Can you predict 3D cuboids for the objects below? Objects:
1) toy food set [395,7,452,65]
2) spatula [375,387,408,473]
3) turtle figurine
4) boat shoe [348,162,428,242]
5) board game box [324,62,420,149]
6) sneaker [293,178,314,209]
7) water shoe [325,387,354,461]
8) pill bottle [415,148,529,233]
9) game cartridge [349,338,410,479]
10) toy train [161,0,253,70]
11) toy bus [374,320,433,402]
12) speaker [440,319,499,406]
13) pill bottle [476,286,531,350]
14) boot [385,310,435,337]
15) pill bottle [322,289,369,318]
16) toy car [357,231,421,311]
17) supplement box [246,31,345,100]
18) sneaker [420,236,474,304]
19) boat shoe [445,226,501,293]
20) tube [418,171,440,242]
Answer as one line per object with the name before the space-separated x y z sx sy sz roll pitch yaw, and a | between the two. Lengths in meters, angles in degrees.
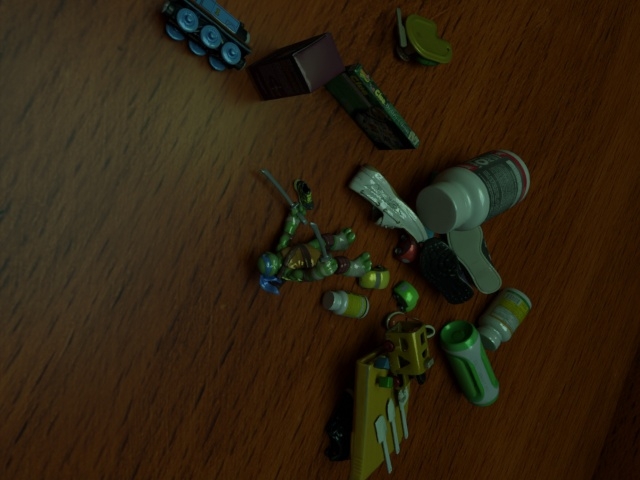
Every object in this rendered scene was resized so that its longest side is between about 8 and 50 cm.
toy food set | 0.251 -0.517 1.270 0.218 0.071 0.128 0 74 -38
spatula | 0.210 0.525 1.348 0.168 0.019 0.241 -47 134 -42
turtle figurine | 0.000 0.000 1.090 0.267 0.198 0.274 1 103 -42
boat shoe | 0.174 -0.077 1.272 0.096 0.098 0.277 -46 112 0
board game box | 0.120 -0.312 1.160 0.260 0.136 0.030 42 75 -34
sneaker | -0.036 -0.106 1.145 0.031 0.035 0.083 -41 119 -23
water shoe | 0.060 0.502 1.300 0.080 0.073 0.202 1 96 -31
pill bottle | 0.411 -0.129 1.314 0.319 0.176 0.176 -24 112 -35
game cartridge | 0.170 0.451 1.333 0.285 0.053 0.323 -8 105 -56
toy train | -0.213 -0.413 0.936 0.184 0.080 0.105 29 75 -36
toy bus | 0.239 0.311 1.261 0.202 0.105 0.190 46 50 -43
speaker | 0.483 0.399 1.557 0.131 0.131 0.296 -41 120 -24
pill bottle | 0.609 0.268 1.632 0.208 0.118 0.117 -45 121 -22
boot | 0.260 0.247 1.395 0.158 0.085 0.059 15 91 -35
pill bottle | 0.064 0.163 1.247 0.116 0.065 0.065 17 88 -38
toy car | 0.231 0.115 1.363 0.239 0.053 0.224 -38 120 -21
supplement box | -0.054 -0.352 0.992 0.104 0.188 0.080 -41 120 -24
sneaker | 0.352 0.068 1.413 0.107 0.124 0.283 -24 132 16
boat shoe | 0.466 0.025 1.514 0.112 0.095 0.335 -28 115 10
tube | 0.323 -0.095 1.404 0.080 0.052 0.206 15 94 -23
